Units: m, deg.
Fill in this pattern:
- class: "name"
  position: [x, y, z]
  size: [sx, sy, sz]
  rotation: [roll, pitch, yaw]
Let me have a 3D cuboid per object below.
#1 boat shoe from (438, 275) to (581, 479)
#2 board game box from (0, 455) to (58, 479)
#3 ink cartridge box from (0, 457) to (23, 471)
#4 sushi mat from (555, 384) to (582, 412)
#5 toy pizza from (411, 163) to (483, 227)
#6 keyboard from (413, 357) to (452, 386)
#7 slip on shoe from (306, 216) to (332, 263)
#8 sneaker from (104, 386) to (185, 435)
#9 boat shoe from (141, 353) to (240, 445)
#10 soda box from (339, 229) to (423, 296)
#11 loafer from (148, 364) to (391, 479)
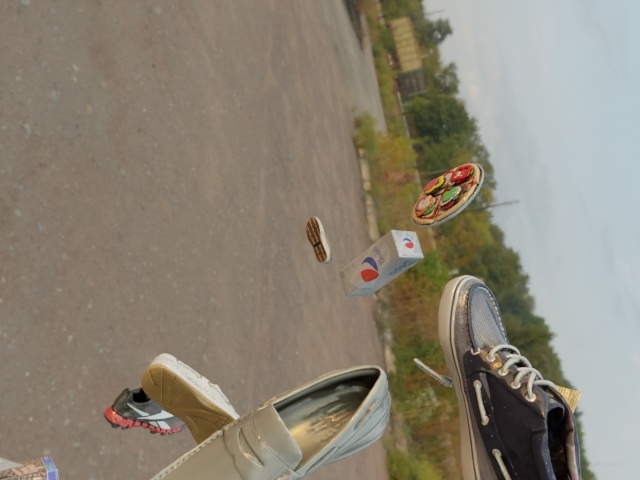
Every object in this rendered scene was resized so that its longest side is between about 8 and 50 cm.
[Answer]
- class: "boat shoe"
  position: [0.277, 0.201, 0.924]
  size: [0.127, 0.158, 0.340]
  rotation: [5, 69, -34]
- class: "board game box"
  position: [-0.907, 0.731, 1.818]
  size: [0.232, 0.291, 0.141]
  rotation: [-15, -100, 61]
- class: "ink cartridge box"
  position: [-0.852, 0.458, 1.323]
  size: [0.308, 0.385, 0.091]
  rotation: [125, -18, -70]
- class: "sushi mat"
  position: [0.481, 0.465, 1.501]
  size: [0.316, 0.151, 0.019]
  rotation: [-55, 140, -23]
- class: "toy pizza"
  position: [0.287, -0.111, 1.480]
  size: [0.032, 0.201, 0.201]
  rotation: [45, 22, -21]
- class: "keyboard"
  position: [0.198, 0.236, 1.133]
  size: [0.014, 0.072, 0.256]
  rotation: [-60, 165, -7]
- class: "slip on shoe"
  position: [0.000, 0.000, 1.747]
  size: [0.041, 0.051, 0.135]
  rotation: [12, 52, -56]
- class: "sneaker"
  position: [-0.516, 0.519, 1.973]
  size: [0.276, 0.135, 0.097]
  rotation: [23, 6, -38]
- class: "boat shoe"
  position: [-0.215, 0.316, 1.221]
  size: [0.277, 0.098, 0.096]
  rotation: [49, 14, -13]
- class: "soda box"
  position: [0.177, 0.074, 1.925]
  size: [0.098, 0.286, 0.091]
  rotation: [3, 61, -34]
- class: "loafer"
  position: [-0.059, 0.227, 0.708]
  size: [0.112, 0.319, 0.111]
  rotation: [44, -35, 36]
